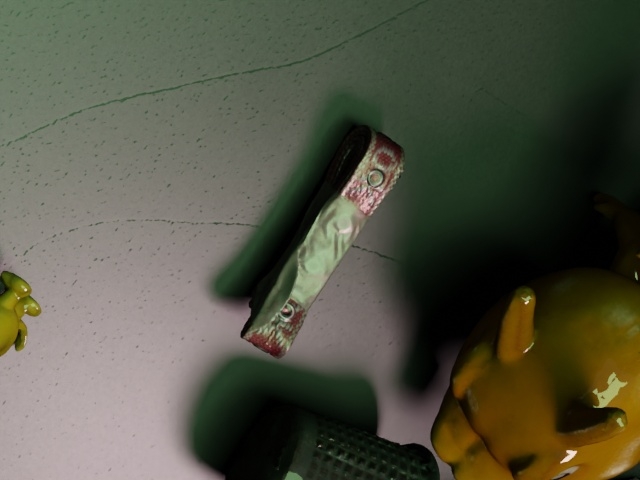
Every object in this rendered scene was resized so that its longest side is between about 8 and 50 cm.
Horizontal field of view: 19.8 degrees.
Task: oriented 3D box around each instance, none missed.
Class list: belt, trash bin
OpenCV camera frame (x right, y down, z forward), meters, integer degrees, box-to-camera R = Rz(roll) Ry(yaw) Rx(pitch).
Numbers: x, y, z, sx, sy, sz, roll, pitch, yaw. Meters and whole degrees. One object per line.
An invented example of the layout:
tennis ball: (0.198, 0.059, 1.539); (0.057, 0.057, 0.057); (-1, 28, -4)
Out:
belt: (0.000, 0.000, 1.716); (0.053, 0.071, 0.232); (32, 89, -26)
trash bin: (0.003, 0.240, 1.760); (0.161, 0.175, 0.175); (34, 91, -22)

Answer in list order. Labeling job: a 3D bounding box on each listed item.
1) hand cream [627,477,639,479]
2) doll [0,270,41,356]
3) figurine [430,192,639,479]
hand cream: (0.240, 0.314, 1.935); (0.336, 0.121, 0.076); (-6, 130, -24)
doll: (-0.317, 0.116, 1.583); (0.188, 0.096, 0.145); (-43, 154, -41)
figurine: (0.311, 0.082, 1.795); (0.387, 0.268, 0.401); (-24, 130, -34)
